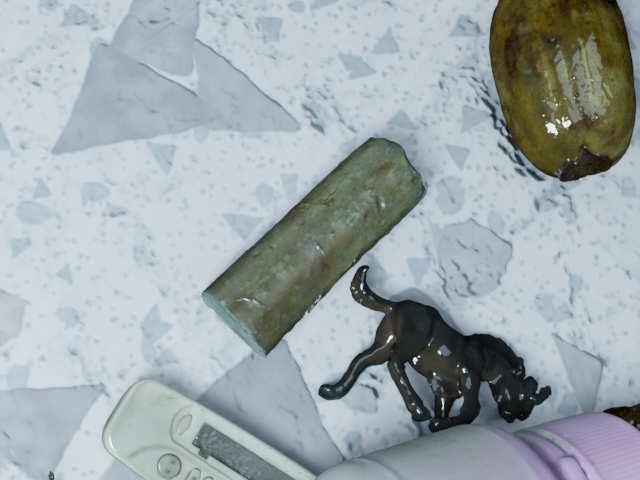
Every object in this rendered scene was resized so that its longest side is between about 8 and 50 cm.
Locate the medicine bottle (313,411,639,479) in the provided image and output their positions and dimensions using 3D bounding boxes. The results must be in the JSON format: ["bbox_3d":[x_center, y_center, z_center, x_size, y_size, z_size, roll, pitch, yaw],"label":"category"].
[{"bbox_3d":[0.154,0.284,1.215,0.302,0.241,0.241,-12,81,-27],"label":"medicine bottle"}]

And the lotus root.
[{"bbox_3d":[0.251,-0.190,1.415,0.145,0.128,0.260,-10,78,-7],"label":"lotus root"}]

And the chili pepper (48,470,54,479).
[{"bbox_3d":[-0.375,0.260,1.177,0.279,0.065,0.122,2,80,-10],"label":"chili pepper"}]

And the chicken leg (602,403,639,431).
[{"bbox_3d":[0.370,0.225,1.384,0.234,0.063,0.105,32,67,-4],"label":"chicken leg"}]

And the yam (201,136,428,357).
[{"bbox_3d":[0.000,0.000,1.322,0.093,0.093,0.259,46,71,-1],"label":"yam"}]

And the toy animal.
[{"bbox_3d":[0.110,0.127,1.337,0.233,0.084,0.148,33,59,-7],"label":"toy animal"}]

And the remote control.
[{"bbox_3d":[-0.095,0.217,1.267,0.230,0.049,0.090,35,72,-11],"label":"remote control"}]
